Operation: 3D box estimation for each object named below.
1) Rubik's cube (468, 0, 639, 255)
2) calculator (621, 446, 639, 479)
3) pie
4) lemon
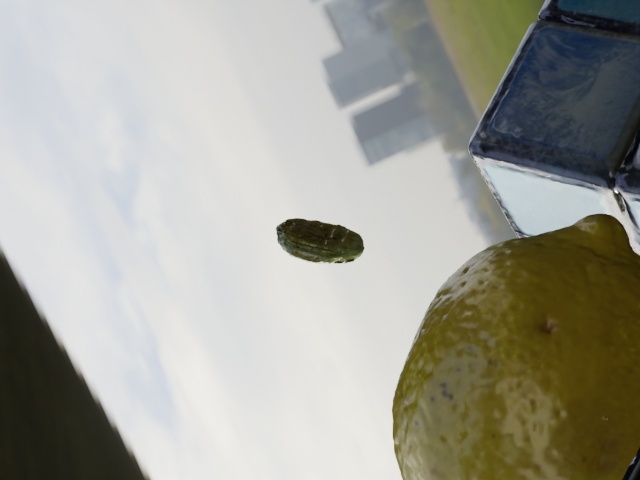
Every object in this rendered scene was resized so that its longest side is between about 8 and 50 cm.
[{"bbox_3d":[0.368,-0.097,1.498,0.318,0.313,0.316,16,157,34],"label":"Rubik's cube"},{"bbox_3d":[0.215,0.170,0.815,0.166,0.274,0.028,34,165,-10],"label":"calculator"},{"bbox_3d":[0.000,0.000,1.461,0.084,0.084,0.020,-98,19,-67],"label":"pie"},{"bbox_3d":[0.169,0.110,1.146,0.253,0.228,0.228,-68,-24,-15],"label":"lemon"}]
